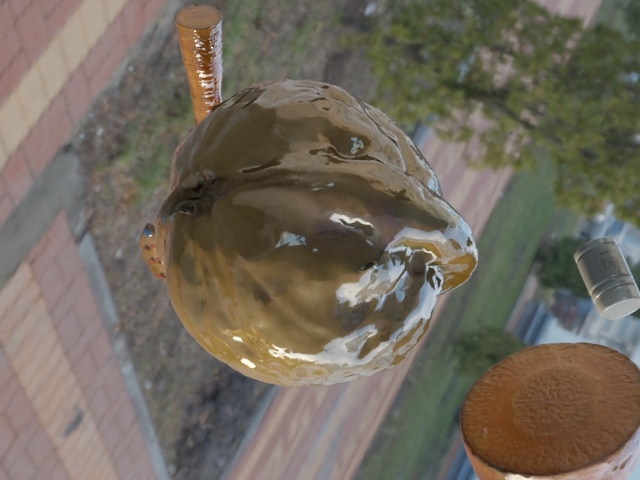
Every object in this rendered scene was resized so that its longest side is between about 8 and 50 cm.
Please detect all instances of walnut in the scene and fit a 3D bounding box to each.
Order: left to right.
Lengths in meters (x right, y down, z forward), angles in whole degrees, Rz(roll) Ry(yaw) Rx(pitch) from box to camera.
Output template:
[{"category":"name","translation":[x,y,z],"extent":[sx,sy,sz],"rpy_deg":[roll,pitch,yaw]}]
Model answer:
[{"category":"walnut","translation":[-0.009,-0.011,1.345],"extent":[0.384,0.383,0.384],"rpy_deg":[-59,165,-26]}]

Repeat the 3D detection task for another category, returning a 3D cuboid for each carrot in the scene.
[{"category":"carrot","translation":[-0.155,-0.209,1.531],"extent":[0.061,0.061,0.210],"rpy_deg":[-53,153,-42]},{"category":"carrot","translation":[0.373,0.283,1.795],"extent":[0.307,0.258,0.100],"rpy_deg":[-27,139,-9]}]

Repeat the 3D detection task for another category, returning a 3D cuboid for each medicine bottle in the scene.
[{"category":"medicine bottle","translation":[0.361,0.048,1.441],"extent":[0.058,0.058,0.091],"rpy_deg":[90,-15,-61]}]

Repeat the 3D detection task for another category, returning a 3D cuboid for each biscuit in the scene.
[{"category":"biscuit","translation":[-0.248,0.024,1.842],"extent":[0.130,0.119,0.019],"rpy_deg":[57,39,-32]}]
